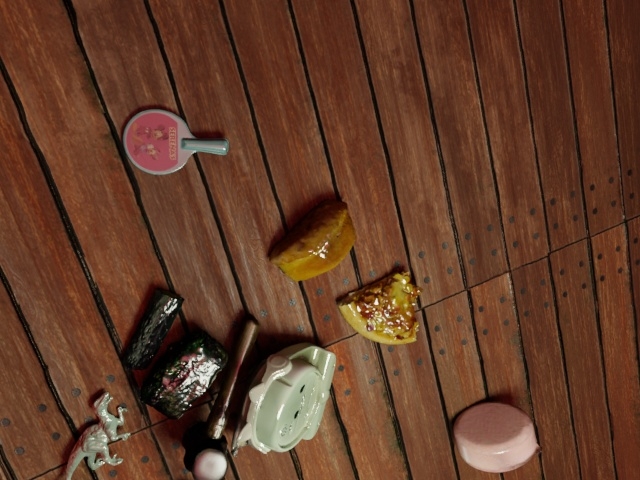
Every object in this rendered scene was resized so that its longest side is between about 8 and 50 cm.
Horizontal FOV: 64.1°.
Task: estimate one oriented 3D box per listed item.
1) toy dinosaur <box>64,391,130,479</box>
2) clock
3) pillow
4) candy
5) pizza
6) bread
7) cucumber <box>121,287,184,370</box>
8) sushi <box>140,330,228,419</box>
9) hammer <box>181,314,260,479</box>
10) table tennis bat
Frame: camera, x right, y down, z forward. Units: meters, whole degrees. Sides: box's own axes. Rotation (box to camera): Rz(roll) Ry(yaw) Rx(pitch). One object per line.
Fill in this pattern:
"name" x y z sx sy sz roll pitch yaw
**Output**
"toy dinosaur" -0.578 0.512 1.272 0.242 0.053 0.167 -38 109 -9
"clock" -0.089 0.415 1.312 0.324 0.108 0.265 1 106 -61
"pillow" -0.181 0.437 1.367 0.059 0.169 0.255 17 95 15
"candy" 0.547 0.605 1.589 0.255 0.255 0.094 -22 106 -15
"pizza" 0.202 0.190 1.475 0.289 0.081 0.229 29 89 -21
"bread" -0.001 0.005 1.338 0.260 0.134 0.129 -43 112 -7
"cucumber" -0.417 0.227 1.268 0.078 0.062 0.211 26 91 -23
"sushi" -0.344 0.332 1.282 0.225 0.124 0.127 -47 112 -5
"hammer" -0.234 0.390 1.307 0.095 0.242 0.409 24 78 -16
"table tennis bat" -0.344 -0.232 1.223 0.244 0.040 0.153 1 99 -16
